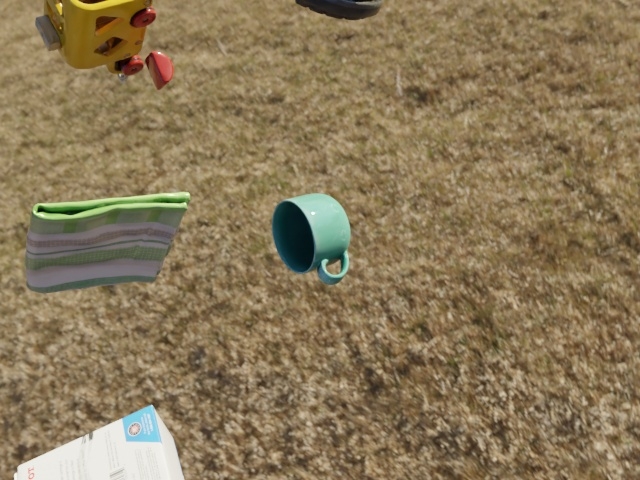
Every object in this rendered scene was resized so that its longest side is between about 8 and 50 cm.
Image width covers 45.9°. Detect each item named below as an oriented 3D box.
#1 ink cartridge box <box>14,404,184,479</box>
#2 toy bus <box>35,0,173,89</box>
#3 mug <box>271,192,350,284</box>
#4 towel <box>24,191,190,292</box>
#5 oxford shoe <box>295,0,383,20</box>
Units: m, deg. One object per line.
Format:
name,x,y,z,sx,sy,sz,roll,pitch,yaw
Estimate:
ink cartridge box,-0.292,0.337,1.014,0.203,0.086,0.148,-24,39,-6
toy bus,-0.257,-0.243,0.836,0.104,0.202,0.191,-25,35,-27
mug,-0.006,-0.003,1.312,0.129,0.097,0.158,-8,97,55
towel,-0.167,0.006,0.582,0.113,0.152,0.023,-8,72,-24
oxford shoe,-0.024,-0.206,0.362,0.096,0.082,0.227,-45,65,45
